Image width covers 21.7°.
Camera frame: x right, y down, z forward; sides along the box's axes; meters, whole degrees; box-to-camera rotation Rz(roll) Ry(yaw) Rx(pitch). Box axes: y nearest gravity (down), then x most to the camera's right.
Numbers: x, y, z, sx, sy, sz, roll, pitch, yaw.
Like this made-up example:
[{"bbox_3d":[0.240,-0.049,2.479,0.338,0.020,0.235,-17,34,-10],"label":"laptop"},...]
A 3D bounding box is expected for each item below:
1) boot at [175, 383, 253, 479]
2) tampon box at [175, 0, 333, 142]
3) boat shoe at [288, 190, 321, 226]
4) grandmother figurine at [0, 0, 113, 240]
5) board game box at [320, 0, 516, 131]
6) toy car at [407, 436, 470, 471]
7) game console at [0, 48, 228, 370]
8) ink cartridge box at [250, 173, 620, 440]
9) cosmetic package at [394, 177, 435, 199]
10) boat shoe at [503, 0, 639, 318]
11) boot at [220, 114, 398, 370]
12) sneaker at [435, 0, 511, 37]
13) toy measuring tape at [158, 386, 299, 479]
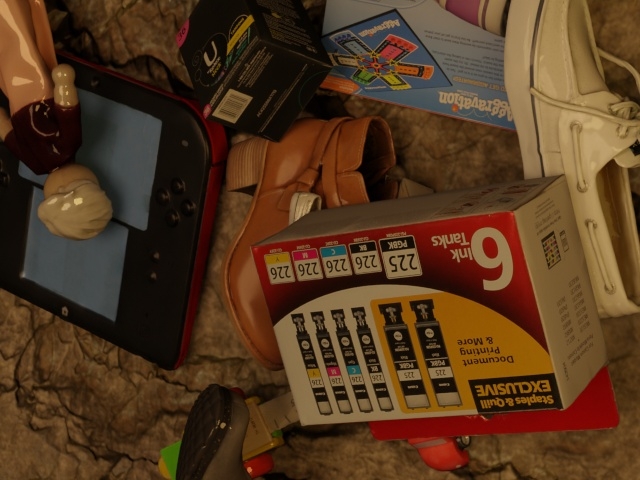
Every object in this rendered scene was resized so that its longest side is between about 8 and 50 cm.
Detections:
[{"bbox_3d":[-0.060,0.303,1.892,0.222,0.118,0.338,12,133,-6],"label":"boot"},{"bbox_3d":[-0.078,-0.213,1.879,0.120,0.101,0.161,-53,38,26],"label":"tampon box"},{"bbox_3d":[-0.014,-0.003,1.817,0.035,0.035,0.100,6,91,35],"label":"boat shoe"},{"bbox_3d":[-0.343,-0.163,2.049,0.208,0.104,0.342,-25,85,64],"label":"grandmother figurine"},{"bbox_3d":[0.123,-0.213,1.820,0.281,0.027,0.145,16,103,33],"label":"board game box"},{"bbox_3d":[0.083,0.123,1.871,0.225,0.053,0.239,21,107,31],"label":"toy car"},{"bbox_3d":[-0.294,-0.053,2.114,0.386,0.060,0.342,23,108,32],"label":"game console"},{"bbox_3d":[0.119,0.096,1.686,0.309,0.130,0.272,-8,104,34],"label":"ink cartridge box"},{"bbox_3d":[0.086,-0.005,1.846,0.115,0.041,0.060,-61,19,23],"label":"cosmetic package"},{"bbox_3d":[0.282,-0.098,1.657,0.156,0.136,0.367,1,99,35],"label":"boat shoe"},{"bbox_3d":[0.000,0.000,1.886,0.220,0.109,0.284,-9,78,41],"label":"boot"},{"bbox_3d":[0.163,-0.359,1.672,0.161,0.102,0.282,32,120,22],"label":"sneaker"},{"bbox_3d":[-0.053,0.208,1.952,0.330,0.121,0.121,-28,80,26],"label":"toy measuring tape"}]
